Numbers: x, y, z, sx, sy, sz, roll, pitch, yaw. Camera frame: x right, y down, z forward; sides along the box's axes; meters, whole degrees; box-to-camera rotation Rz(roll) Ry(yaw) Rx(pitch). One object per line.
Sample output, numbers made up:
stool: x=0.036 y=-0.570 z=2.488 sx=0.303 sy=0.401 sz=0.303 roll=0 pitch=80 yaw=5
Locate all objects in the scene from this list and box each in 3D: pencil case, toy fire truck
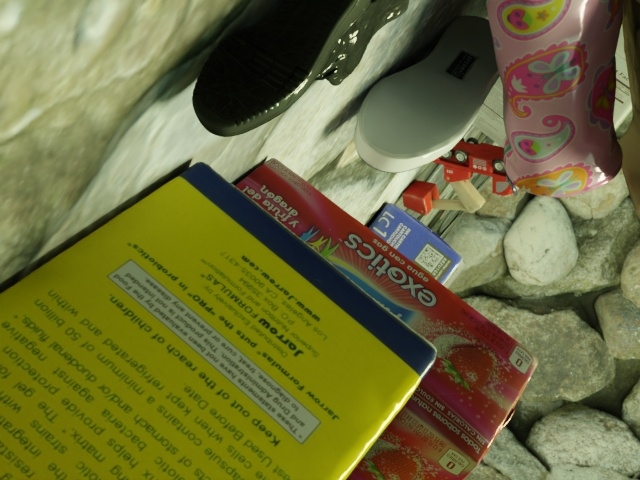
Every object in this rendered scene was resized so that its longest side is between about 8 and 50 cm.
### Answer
pencil case: x=0.209 y=-0.167 z=0.851 sx=0.124 sy=0.124 sz=0.284 roll=-47 pitch=143 yaw=-25
toy fire truck: x=0.216 y=-0.089 z=1.435 sx=0.047 sy=0.192 sz=0.135 roll=-45 pitch=141 yaw=-40

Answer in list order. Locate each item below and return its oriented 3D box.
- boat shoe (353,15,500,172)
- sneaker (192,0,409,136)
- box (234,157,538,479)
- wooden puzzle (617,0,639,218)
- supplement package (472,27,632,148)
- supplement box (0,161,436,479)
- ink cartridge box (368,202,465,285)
boat shoe: x=0.109 y=-0.124 z=0.907 sx=0.258 sy=0.095 sz=0.084 roll=-42 pitch=163 yaw=-41
sneaker: x=-0.005 y=-0.109 z=0.541 sx=0.170 sy=0.051 sz=0.089 roll=-52 pitch=167 yaw=-16
box: x=0.010 y=0.078 z=0.702 sx=0.122 sy=0.257 sz=0.128 roll=-44 pitch=169 yaw=-45
wooden puzzle: x=0.322 y=-0.226 z=0.896 sx=0.322 sy=0.080 sz=0.348 roll=-54 pitch=139 yaw=-68
supplement package: x=0.378 y=-0.254 z=1.384 sx=0.199 sy=0.198 sz=0.262 roll=-45 pitch=169 yaw=-33
supplement box: x=-0.127 y=0.149 z=0.508 sx=0.356 sy=0.195 sz=0.194 roll=-42 pitch=167 yaw=-45
ink cartridge box: x=0.098 y=0.091 z=1.525 sx=0.270 sy=0.151 sz=0.395 roll=-53 pitch=172 yaw=4
